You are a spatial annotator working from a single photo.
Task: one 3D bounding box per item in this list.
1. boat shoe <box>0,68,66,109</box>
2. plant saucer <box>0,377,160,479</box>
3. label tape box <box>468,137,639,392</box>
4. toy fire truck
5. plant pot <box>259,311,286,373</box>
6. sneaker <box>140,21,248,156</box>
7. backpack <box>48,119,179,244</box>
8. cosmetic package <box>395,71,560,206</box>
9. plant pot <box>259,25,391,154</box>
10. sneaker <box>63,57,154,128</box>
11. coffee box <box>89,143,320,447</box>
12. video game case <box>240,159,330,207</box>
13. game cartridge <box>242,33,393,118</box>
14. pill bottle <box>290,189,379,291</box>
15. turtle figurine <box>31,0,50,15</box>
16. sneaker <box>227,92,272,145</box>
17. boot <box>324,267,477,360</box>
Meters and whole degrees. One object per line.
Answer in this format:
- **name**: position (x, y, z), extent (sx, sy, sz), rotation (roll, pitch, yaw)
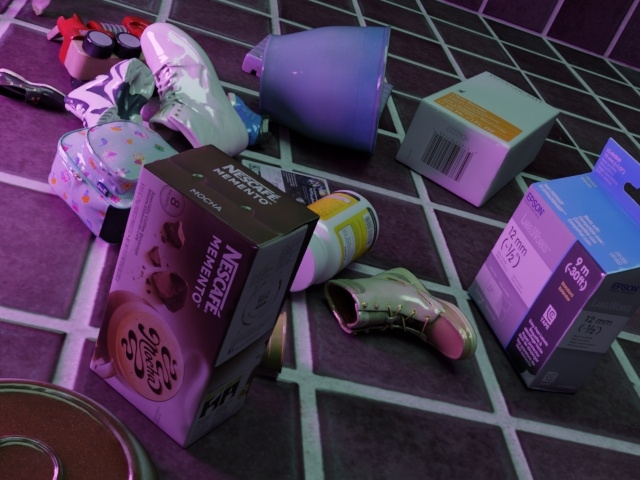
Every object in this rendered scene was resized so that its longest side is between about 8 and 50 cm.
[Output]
- **boat shoe**: position (-0.518, -0.261, 1.456), extent (0.133, 0.049, 0.042), rotation (20, 57, -18)
- **plant saucer**: position (-0.301, 0.238, 0.796), extent (0.310, 0.050, 0.310), rotation (17, 29, -10)
- **label tape box**: position (0.399, 0.032, 1.298), extent (0.115, 0.348, 0.249), rotation (9, 33, -23)
- **toy fire truck**: position (-0.443, -0.400, 1.653), extent (0.217, 0.158, 0.246), rotation (-9, 53, -42)
- **plant pot**: position (-0.089, 0.134, 1.088), extent (0.079, 0.083, 0.083), rotation (4, 32, -5)
- **sneaker**: position (-0.265, -0.265, 1.488), extent (0.292, 0.108, 0.169), rotation (54, 36, -1)
- **backpack**: position (-0.312, -0.102, 1.239), extent (0.188, 0.144, 0.166), rotation (34, 36, 23)
- **cosmetic package**: position (0.388, -0.256, 1.942), extent (0.230, 0.161, 0.453), rotation (32, 31, 15)
- **plant pot**: position (0.007, -0.331, 1.731), extent (0.255, 0.272, 0.272), rotation (7, 30, 4)
- **sneaker**: position (-0.391, -0.205, 1.420), extent (0.094, 0.153, 0.235), rotation (35, 55, -44)
- **coffee box**: position (-0.140, 0.064, 0.932), extent (0.168, 0.297, 0.119), rotation (35, 32, 19)
- **video game case**: position (-0.058, -0.077, 1.492), extent (0.173, 0.022, 0.190), rotation (12, 31, -17)
- **game cartridge**: position (0.002, -0.411, 2.035), extent (0.355, 0.068, 0.230), rotation (23, 34, 0)
- **pill bottle**: position (0.000, 0.000, 1.310), extent (0.119, 0.119, 0.208), rotation (33, 31, 17)
- **turtle figurine**: position (-0.731, -0.557, 1.727), extent (0.198, 0.275, 0.266), rotation (18, 0, 39)
- **sneaker**: position (-0.145, -0.246, 1.663), extent (0.084, 0.058, 0.152), rotation (2, 40, -23)
- **boot**: position (0.120, 0.119, 1.243), extent (0.165, 0.077, 0.213), rotation (-4, 34, -39)
